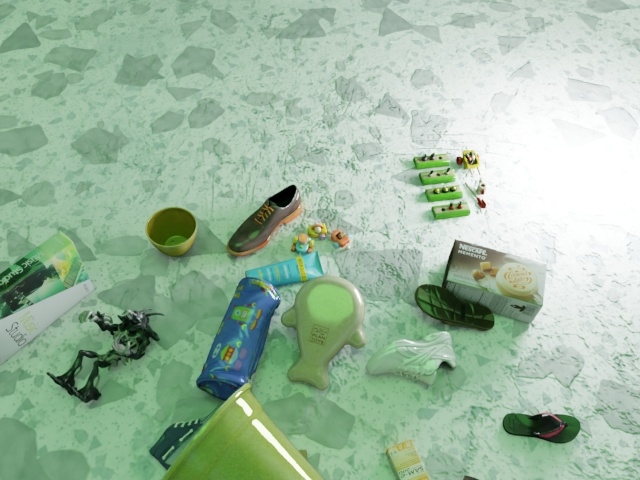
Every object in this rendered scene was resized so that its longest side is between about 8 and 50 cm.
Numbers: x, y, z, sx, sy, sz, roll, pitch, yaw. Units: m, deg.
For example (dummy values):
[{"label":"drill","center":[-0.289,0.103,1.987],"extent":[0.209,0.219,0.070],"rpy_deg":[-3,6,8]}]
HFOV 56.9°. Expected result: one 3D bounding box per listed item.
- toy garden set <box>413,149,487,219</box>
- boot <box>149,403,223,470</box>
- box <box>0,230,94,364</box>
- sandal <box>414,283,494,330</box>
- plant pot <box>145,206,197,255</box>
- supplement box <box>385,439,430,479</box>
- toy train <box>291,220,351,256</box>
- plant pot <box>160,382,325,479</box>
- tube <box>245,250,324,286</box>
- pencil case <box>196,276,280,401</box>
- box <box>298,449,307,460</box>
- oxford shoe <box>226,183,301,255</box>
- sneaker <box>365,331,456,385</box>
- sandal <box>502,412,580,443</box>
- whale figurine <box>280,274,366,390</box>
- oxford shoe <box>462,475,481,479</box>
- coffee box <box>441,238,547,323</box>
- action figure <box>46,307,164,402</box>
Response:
[{"label":"toy garden set","center":[0.414,-0.184,1.793],"extent":[0.204,0.049,0.244],"rpy_deg":[-8,55,-8]},{"label":"boot","center":[-0.287,0.420,1.310],"extent":[0.086,0.069,0.190],"rpy_deg":[34,61,17]},{"label":"box","center":[-0.699,0.149,1.388],"extent":[0.058,0.232,0.322],"rpy_deg":[36,60,16]},{"label":"sandal","center":[0.341,0.182,1.526],"extent":[0.219,0.060,0.090],"rpy_deg":[17,60,-8]},{"label":"plant pot","center":[-0.397,-0.010,1.600],"extent":[0.134,0.095,0.134],"rpy_deg":[2,53,-2]},{"label":"supplement box","center":[0.192,0.498,1.297],"extent":[0.062,0.036,0.098],"rpy_deg":[-17,57,-14]},{"label":"toy train","center":[0.000,0.000,1.642],"extent":[0.166,0.046,0.125],"rpy_deg":[-31,61,-23]},{"label":"plant pot","center":[-0.137,0.471,1.161],"extent":[0.254,0.276,0.276],"rpy_deg":[38,60,9]},{"label":"tube","center":[-0.095,0.086,1.577],"extent":[0.207,0.052,0.080],"rpy_deg":[-12,84,-14]},{"label":"pencil case","center":[-0.186,0.236,1.416],"extent":[0.133,0.119,0.306],"rpy_deg":[3,52,21]},{"label":"box","center":[-0.102,0.554,1.252],"extent":[0.164,0.021,0.201],"rpy_deg":[-3,54,-5]},{"label":"oxford shoe","center":[-0.160,-0.063,1.648],"extent":[0.097,0.098,0.271],"rpy_deg":[34,59,20]},{"label":"sneaker","center":[0.225,0.296,1.415],"extent":[0.232,0.090,0.115],"rpy_deg":[-13,59,-11]},{"label":"sandal","center":[0.514,0.427,1.361],"extent":[0.179,0.040,0.067],"rpy_deg":[3,54,0]},{"label":"whale figurine","center":[0.008,0.223,1.450],"extent":[0.216,0.141,0.272],"rpy_deg":[14,79,8]},{"label":"oxford shoe","center":[0.391,0.575,1.244],"extent":[0.212,0.076,0.076],"rpy_deg":[21,86,10]},{"label":"coffee box","center":[0.453,0.106,1.554],"extent":[0.246,0.098,0.141],"rpy_deg":[16,55,8]},{"label":"action figure","center":[-0.494,0.242,1.389],"extent":[0.164,0.141,0.276],"rpy_deg":[22,57,27]}]
